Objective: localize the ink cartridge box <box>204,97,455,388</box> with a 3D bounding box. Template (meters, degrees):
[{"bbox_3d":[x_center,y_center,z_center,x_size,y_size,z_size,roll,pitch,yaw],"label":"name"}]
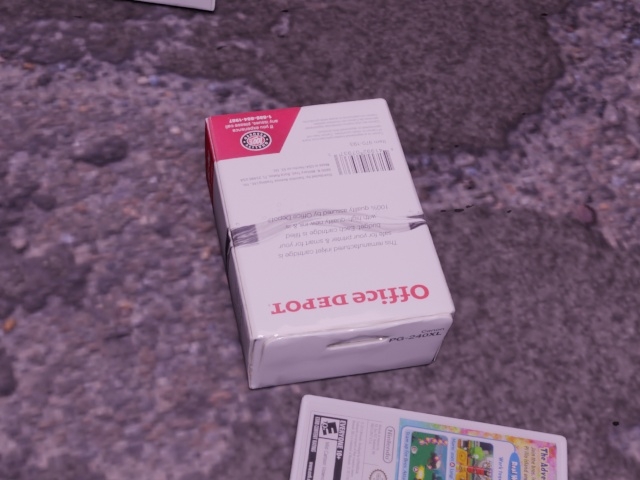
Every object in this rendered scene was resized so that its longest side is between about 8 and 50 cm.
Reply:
[{"bbox_3d":[0.000,0.000,0.609,0.109,0.063,0.150,-7,57,-12],"label":"ink cartridge box"}]

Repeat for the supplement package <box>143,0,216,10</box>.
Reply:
[{"bbox_3d":[-0.150,-0.236,0.726,0.179,0.105,0.105,8,53,-1],"label":"supplement package"}]

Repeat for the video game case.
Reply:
[{"bbox_3d":[0.051,0.159,0.534,0.143,0.019,0.157,10,54,-1],"label":"video game case"}]
